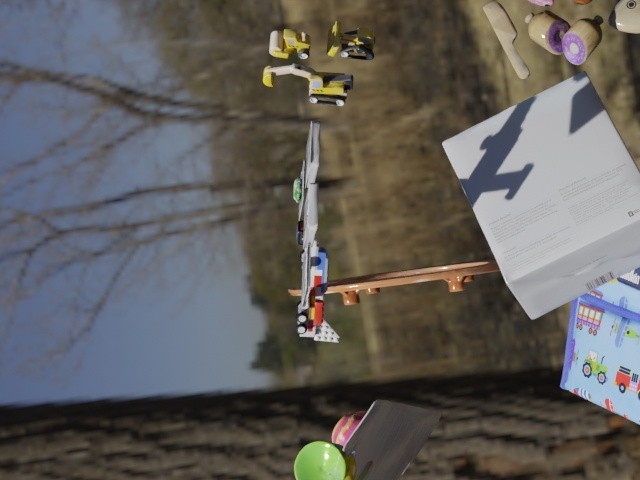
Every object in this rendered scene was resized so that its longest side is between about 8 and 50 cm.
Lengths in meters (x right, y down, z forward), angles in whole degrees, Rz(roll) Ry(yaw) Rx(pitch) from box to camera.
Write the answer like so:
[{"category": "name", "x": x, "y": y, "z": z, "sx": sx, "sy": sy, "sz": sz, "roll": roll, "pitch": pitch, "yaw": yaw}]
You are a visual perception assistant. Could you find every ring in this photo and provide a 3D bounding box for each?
[{"category": "ring", "x": 0.124, "y": 0.057, "z": 2.034, "sx": 0.336, "sy": 0.337, "sz": 0.032, "roll": 34, "pitch": -132, "yaw": -90}]

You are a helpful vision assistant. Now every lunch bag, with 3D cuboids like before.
[{"category": "lunch bag", "x": 0.426, "y": 0.072, "z": 1.868, "sx": 0.221, "sy": 0.138, "sz": 0.293, "roll": 23, "pitch": 116, "yaw": 60}]

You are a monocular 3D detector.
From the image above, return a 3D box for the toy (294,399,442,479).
[{"category": "toy", "x": 0.026, "y": 0.188, "z": 1.256, "sx": 0.137, "sy": 0.056, "sz": 0.237, "roll": -58, "pitch": -17, "yaw": 2}]

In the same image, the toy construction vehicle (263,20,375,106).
[{"category": "toy construction vehicle", "x": 0.000, "y": -0.169, "z": 1.355, "sx": 0.035, "sy": 0.098, "sz": 0.086, "roll": 98, "pitch": 180, "yaw": -56}]

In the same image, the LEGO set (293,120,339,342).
[{"category": "LEGO set", "x": 0.000, "y": 0.000, "z": 1.583, "sx": 0.244, "sy": 0.060, "sz": 0.182, "roll": 105, "pitch": 168, "yaw": -72}]

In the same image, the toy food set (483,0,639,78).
[{"category": "toy food set", "x": 0.160, "y": -0.148, "z": 0.872, "sx": 0.078, "sy": 0.122, "sz": 0.019, "roll": 67, "pitch": -172, "yaw": 24}]

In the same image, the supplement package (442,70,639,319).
[{"category": "supplement package", "x": 0.284, "y": -0.051, "z": 1.774, "sx": 0.203, "sy": 0.194, "sz": 0.149, "roll": 68, "pitch": -171, "yaw": 26}]
